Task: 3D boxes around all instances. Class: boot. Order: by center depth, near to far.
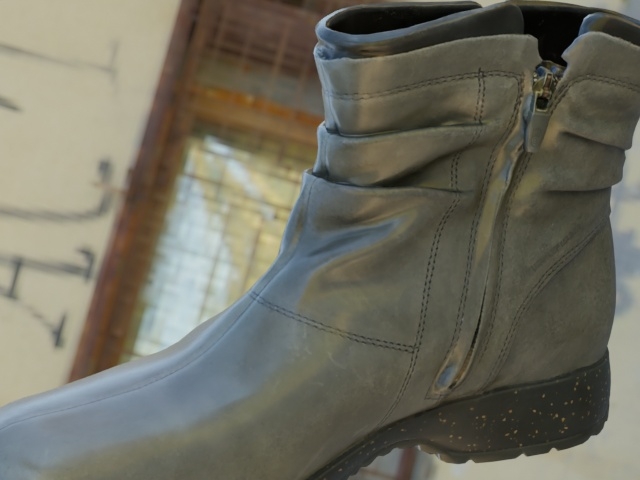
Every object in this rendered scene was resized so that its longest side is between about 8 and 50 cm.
[{"bbox_3d":[0.000,0.000,0.591,0.083,0.246,0.161,38,132,51],"label":"boot"}]
